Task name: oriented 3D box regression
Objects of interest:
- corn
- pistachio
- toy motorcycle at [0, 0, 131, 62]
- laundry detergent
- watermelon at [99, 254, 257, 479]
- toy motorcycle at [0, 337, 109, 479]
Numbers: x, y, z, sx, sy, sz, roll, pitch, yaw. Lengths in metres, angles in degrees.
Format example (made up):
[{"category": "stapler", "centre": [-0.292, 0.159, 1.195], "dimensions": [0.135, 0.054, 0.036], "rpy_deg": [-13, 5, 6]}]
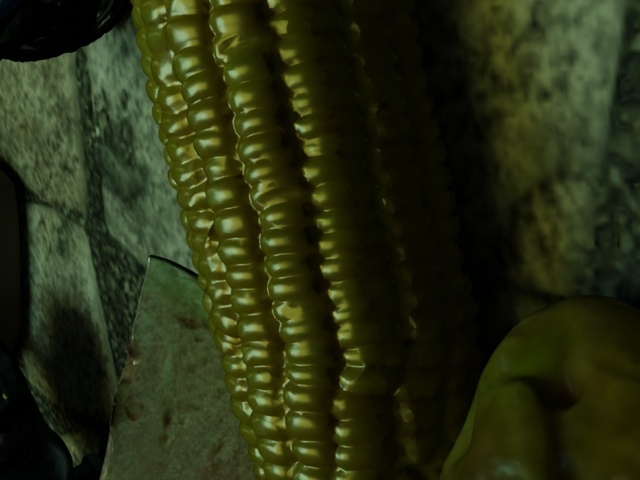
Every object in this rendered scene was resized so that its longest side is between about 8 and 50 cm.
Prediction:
[{"category": "corn", "centre": [0.000, 0.000, 0.431], "dimensions": [0.120, 0.120, 0.363], "rpy_deg": [-4, 99, 52]}, {"category": "pistachio", "centre": [0.106, 0.117, 0.365], "dimensions": [0.110, 0.100, 0.189], "rpy_deg": [10, 111, 55]}, {"category": "toy motorcycle", "centre": [-0.130, -0.167, 0.484], "dimensions": [0.315, 0.169, 0.113], "rpy_deg": [-42, 73, 50]}, {"category": "laundry detergent", "centre": [-0.332, 0.020, 0.894], "dimensions": [0.171, 0.076, 0.237], "rpy_deg": [33, 133, 27]}, {"category": "watermelon", "centre": [-0.060, 0.175, 0.556], "dimensions": [0.256, 0.176, 0.260], "rpy_deg": [58, 158, 18]}, {"category": "toy motorcycle", "centre": [-0.240, 0.260, 0.809], "dimensions": [0.232, 0.172, 0.416], "rpy_deg": [-22, 97, 47]}]
